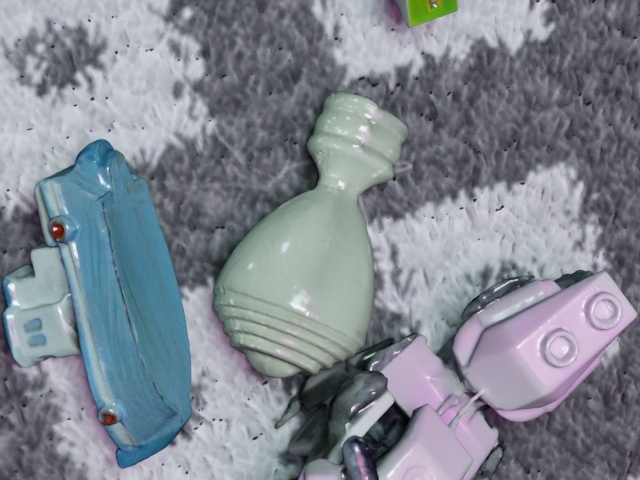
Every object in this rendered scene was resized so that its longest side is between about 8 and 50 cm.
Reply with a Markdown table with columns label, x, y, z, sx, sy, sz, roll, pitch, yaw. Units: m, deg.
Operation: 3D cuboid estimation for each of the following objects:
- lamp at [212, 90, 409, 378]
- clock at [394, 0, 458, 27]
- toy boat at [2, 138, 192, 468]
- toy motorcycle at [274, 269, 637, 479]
| label | x | y | z | sx | sy | sz | roll | pitch | yaw |
| --- | --- | --- | --- | --- | --- | --- | --- | --- | --- |
| lamp | 0.000 | 0.000 | 0.954 | 0.106 | 0.106 | 0.193 | 26 | 80 | -17 |
| clock | 0.113 | -0.304 | 0.908 | 0.235 | 0.166 | 0.309 | -22 | 103 | -12 |
| toy boat | -0.148 | 0.046 | 0.933 | 0.102 | 0.088 | 0.215 | -11 | 102 | 21 |
| toy motorcycle | 0.074 | 0.130 | 0.938 | 0.327 | 0.188 | 0.143 | -37 | 98 | -8 |
